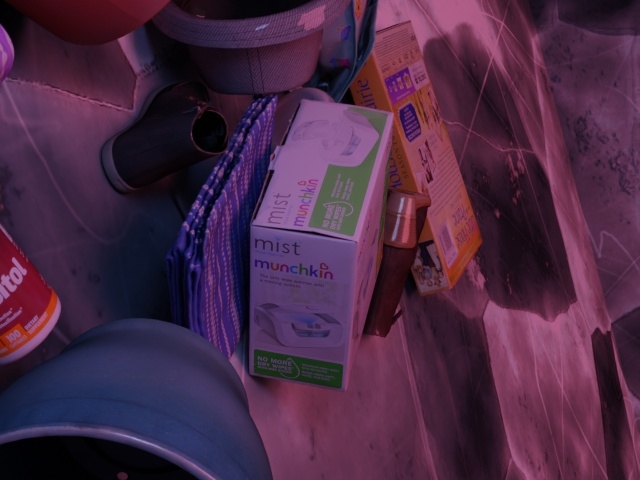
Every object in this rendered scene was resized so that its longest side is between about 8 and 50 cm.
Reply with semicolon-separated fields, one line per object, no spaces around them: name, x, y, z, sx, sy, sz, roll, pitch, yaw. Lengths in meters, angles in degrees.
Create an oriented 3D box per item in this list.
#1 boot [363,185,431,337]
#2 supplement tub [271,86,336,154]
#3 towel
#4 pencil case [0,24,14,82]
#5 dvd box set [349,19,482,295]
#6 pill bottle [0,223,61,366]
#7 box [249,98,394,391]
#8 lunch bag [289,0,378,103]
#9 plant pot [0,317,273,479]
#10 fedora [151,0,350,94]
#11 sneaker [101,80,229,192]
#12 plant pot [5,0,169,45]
boot;0.096;0.026;1.742;0.248;0.090;0.207;-37;140;-82
supplement tub;0.008;-0.105;1.601;0.190;0.117;0.117;48;36;-44
towel;-0.092;0.017;1.300;0.336;0.040;0.243;-69;163;-53
pencil case;-0.323;-0.119;0.950;0.088;0.086;0.206;42;32;-13
dvd box set;0.158;-0.148;1.996;0.420;0.062;0.307;70;21;-10
pill bottle;-0.281;0.022;0.947;0.152;0.086;0.086;58;29;-32
box;0.000;0.000;1.414;0.262;0.126;0.231;-71;168;-51
lunch bag;0.002;-0.341;1.682;0.223;0.160;0.262;-82;163;-48
plant pot;-0.154;0.196;0.933;0.255;0.271;0.272;-82;150;-67
fedora;-0.077;-0.257;1.407;0.275;0.243;0.124;-106;-172;-54
sneaker;-0.137;-0.123;1.298;0.083;0.118;0.222;65;26;-21
plant pot;-0.253;-0.337;1.029;0.243;0.275;0.275;23;55;-48
